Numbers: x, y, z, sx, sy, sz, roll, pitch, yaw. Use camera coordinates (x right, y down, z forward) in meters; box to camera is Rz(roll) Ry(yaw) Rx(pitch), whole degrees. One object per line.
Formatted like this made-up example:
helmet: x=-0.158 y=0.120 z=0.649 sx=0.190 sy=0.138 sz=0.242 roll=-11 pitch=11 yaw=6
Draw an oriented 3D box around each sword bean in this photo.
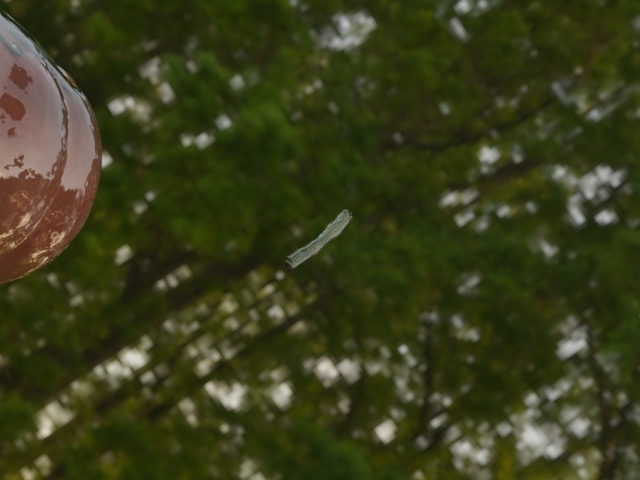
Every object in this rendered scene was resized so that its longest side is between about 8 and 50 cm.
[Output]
sword bean: x=0.000 y=0.000 z=1.142 sx=0.012 sy=0.083 sz=0.012 roll=14 pitch=-59 yaw=26

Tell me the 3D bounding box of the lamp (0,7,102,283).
lamp: x=-0.316 y=-0.082 z=1.351 sx=0.305 sy=0.239 sz=0.305 roll=40 pitch=4 yaw=-3
